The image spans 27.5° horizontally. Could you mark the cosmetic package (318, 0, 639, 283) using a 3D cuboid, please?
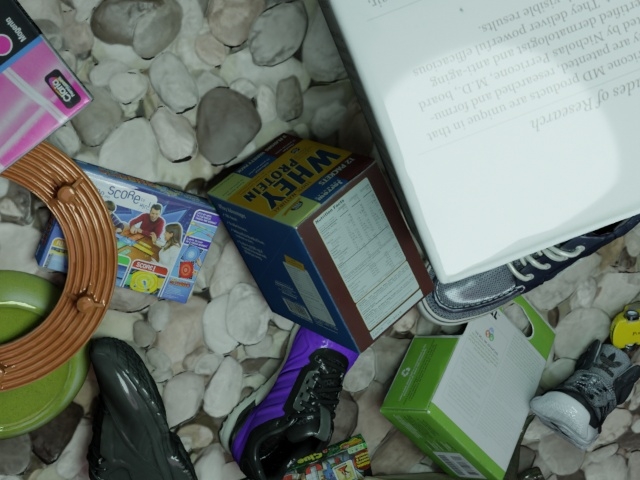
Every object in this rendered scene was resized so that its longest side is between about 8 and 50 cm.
[{"bbox_3d":[0.194,-0.215,1.455,0.327,0.329,0.394,-22,102,2],"label":"cosmetic package"}]

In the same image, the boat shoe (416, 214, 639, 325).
[{"bbox_3d":[0.284,-0.001,1.752,0.340,0.158,0.127,-34,91,-10],"label":"boat shoe"}]

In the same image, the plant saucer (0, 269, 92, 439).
[{"bbox_3d":[-0.402,0.154,1.636,0.241,0.037,0.241,-9,116,-19],"label":"plant saucer"}]

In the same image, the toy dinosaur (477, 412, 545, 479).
[{"bbox_3d":[0.266,0.414,1.972,0.160,0.121,0.314,8,114,-39],"label":"toy dinosaur"}]

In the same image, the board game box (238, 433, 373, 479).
[{"bbox_3d":[-0.045,0.382,1.886,0.259,0.030,0.136,-19,121,-13],"label":"board game box"}]

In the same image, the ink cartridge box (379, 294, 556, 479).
[{"bbox_3d":[0.219,0.188,1.876,0.189,0.097,0.255,45,57,-31],"label":"ink cartridge box"}]

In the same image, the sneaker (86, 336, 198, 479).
[{"bbox_3d":[-0.253,0.256,1.706,0.130,0.109,0.286,-21,117,-5],"label":"sneaker"}]

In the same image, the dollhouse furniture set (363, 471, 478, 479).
[{"bbox_3d":[0.144,0.462,1.874,0.161,0.212,0.242,8,85,-48],"label":"dollhouse furniture set"}]

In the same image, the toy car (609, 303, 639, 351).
[{"bbox_3d":[0.560,0.095,1.985,0.239,0.053,0.225,25,101,-30],"label":"toy car"}]

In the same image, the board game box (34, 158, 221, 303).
[{"bbox_3d":[-0.236,-0.009,1.630,0.201,0.035,0.136,17,105,-27],"label":"board game box"}]

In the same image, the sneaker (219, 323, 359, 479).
[{"bbox_3d":[-0.010,0.209,1.753,0.102,0.146,0.293,30,99,-30],"label":"sneaker"}]

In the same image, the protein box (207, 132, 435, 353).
[{"bbox_3d":[0.000,0.000,1.618,0.136,0.199,0.201,-40,122,-21],"label":"protein box"}]

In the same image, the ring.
[{"bbox_3d":[-0.408,0.028,1.545,0.336,0.032,0.337,-3,107,-11],"label":"ring"}]

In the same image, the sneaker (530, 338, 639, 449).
[{"bbox_3d":[0.387,0.214,1.895,0.153,0.101,0.268,-54,162,-4],"label":"sneaker"}]

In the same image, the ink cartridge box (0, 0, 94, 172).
[{"bbox_3d":[-0.450,-0.113,1.455,0.371,0.069,0.176,-38,100,0],"label":"ink cartridge box"}]
